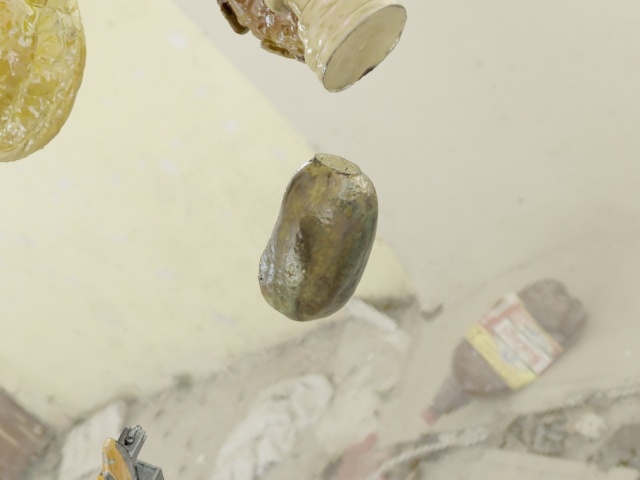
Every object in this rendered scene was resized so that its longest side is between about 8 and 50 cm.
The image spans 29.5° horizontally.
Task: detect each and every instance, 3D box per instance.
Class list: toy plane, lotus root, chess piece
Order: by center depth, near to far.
[{"bbox_3d":[-0.230,0.304,1.485,0.316,0.204,0.103,92,-161,-47],"label":"toy plane"},{"bbox_3d":[-0.028,-0.352,1.581,0.124,0.307,0.139,-29,-23,-18],"label":"chess piece"},{"bbox_3d":[0.000,0.000,1.848,0.160,0.152,0.275,-26,-43,-47],"label":"lotus root"}]

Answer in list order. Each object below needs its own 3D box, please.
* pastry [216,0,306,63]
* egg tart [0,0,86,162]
[{"bbox_3d":[-0.044,-0.428,1.807,0.164,0.356,0.356,-39,15,-33],"label":"pastry"},{"bbox_3d":[-0.489,-0.280,1.851,0.319,0.128,0.319,-8,77,38],"label":"egg tart"}]
